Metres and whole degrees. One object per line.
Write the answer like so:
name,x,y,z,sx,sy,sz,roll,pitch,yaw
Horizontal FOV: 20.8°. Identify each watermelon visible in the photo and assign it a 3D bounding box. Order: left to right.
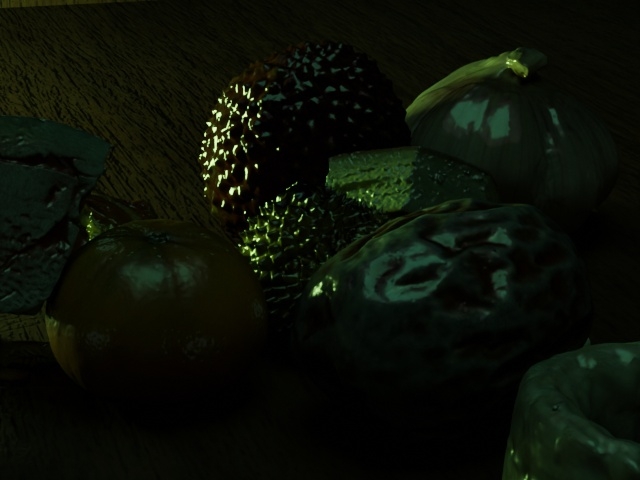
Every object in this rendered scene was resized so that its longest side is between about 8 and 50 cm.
watermelon,-0.347,0.010,1.779,0.213,0.261,0.201,7,52,-27

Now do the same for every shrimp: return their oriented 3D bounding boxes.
shrimp,-0.290,0.128,1.845,0.127,0.025,0.091,-3,21,-8

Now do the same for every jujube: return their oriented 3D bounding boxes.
jujube,0.117,0.075,1.719,0.247,0.215,0.308,18,29,33

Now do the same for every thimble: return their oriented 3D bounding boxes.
thimble,0.280,0.208,1.366,0.292,0.195,0.291,0,17,0

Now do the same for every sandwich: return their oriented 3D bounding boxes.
sandwich,0.133,-0.037,2.021,0.258,0.096,0.094,18,58,-15

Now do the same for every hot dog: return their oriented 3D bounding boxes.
hot dog,-0.272,-0.011,2.136,0.146,0.103,0.213,7,18,19

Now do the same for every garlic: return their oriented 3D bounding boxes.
garlic,0.238,-0.112,2.303,0.322,0.241,0.322,-13,32,8

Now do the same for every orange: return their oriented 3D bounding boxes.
orange,-0.167,0.069,1.790,0.240,0.171,0.240,1,19,0

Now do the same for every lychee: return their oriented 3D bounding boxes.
lychee,-0.019,-0.109,2.171,0.276,0.304,0.275,-1,50,2

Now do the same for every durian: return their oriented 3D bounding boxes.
durian,0.000,0.000,1.899,0.237,0.137,0.193,-29,-1,21

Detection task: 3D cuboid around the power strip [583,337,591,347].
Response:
power strip,0.237,0.086,1.981,0.060,0.027,0.252,-4,19,-14

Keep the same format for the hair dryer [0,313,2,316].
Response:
hair dryer,-0.421,0.103,1.803,0.203,0.128,0.362,6,12,16
